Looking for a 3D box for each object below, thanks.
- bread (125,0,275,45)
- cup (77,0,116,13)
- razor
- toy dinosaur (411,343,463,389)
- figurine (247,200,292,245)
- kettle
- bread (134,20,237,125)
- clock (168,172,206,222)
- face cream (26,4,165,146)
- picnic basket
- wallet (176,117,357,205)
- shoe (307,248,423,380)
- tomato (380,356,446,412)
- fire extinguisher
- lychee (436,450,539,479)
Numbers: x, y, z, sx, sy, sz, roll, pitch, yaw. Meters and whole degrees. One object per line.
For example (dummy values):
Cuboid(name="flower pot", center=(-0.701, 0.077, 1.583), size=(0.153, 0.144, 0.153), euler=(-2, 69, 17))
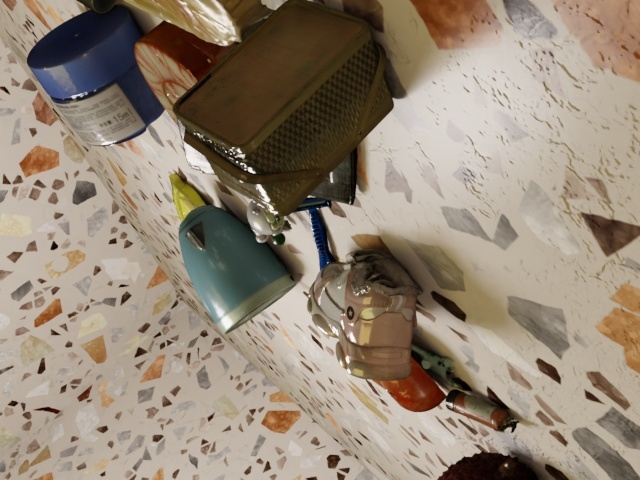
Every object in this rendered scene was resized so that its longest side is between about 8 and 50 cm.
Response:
Cuboid(name="bread", center=(-0.218, -0.431, 0.978), size=(0.389, 0.183, 0.236), euler=(32, 173, 25))
Cuboid(name="cup", center=(-0.485, -0.537, 1.508), size=(0.077, 0.078, 0.100), euler=(38, -171, 17))
Cuboid(name="razor", center=(-0.001, -0.011, 1.503), size=(0.324, 0.093, 0.056), euler=(72, -169, -58))
Cuboid(name="toy dinosaur", center=(0.237, 0.262, 1.519), size=(0.187, 0.044, 0.106), euler=(30, 173, 14))
Cuboid(name="figurine", center=(-0.122, -0.052, 1.630), size=(0.197, 0.094, 0.147), euler=(95, 154, -76))
Cuboid(name="kettle", center=(-0.256, 0.055, 1.975), size=(0.342, 0.247, 0.319), euler=(54, -172, 7))
Cuboid(name="bread", center=(-0.215, -0.276, 1.338), size=(0.295, 0.114, 0.327), euler=(24, 152, 50))
Cuboid(name="clock", center=(-0.382, -0.060, 2.230), size=(0.277, 0.071, 0.293), euler=(47, 152, 34))
Cuboid(name="face cream", center=(-0.488, -0.367, 1.562), size=(0.249, 0.249, 0.225), euler=(31, 155, 43))
Cuboid(name="picnic basket", center=(-0.043, -0.177, 0.917), size=(0.165, 0.266, 0.139), euler=(31, 161, 36))
Cuboid(name="wallet", center=(-0.092, -0.146, 1.212), size=(0.317, 0.044, 0.169), euler=(15, 150, 10))
Cuboid(name="shoe", center=(0.096, 0.106, 1.363), size=(0.351, 0.172, 0.198), euler=(-127, 43, -57))
Cuboid(name="tomato", center=(0.179, 0.301, 1.576), size=(0.236, 0.095, 0.237), euler=(48, 179, 1))
Cuboid(name="fire extinguisher", center=(0.340, 0.361, 1.448), size=(0.177, 0.062, 0.050), euler=(14, 101, 51))
Cuboid(name="lychee", center=(0.368, 0.603, 1.526), size=(0.276, 0.276, 0.304), euler=(31, 117, 43))
